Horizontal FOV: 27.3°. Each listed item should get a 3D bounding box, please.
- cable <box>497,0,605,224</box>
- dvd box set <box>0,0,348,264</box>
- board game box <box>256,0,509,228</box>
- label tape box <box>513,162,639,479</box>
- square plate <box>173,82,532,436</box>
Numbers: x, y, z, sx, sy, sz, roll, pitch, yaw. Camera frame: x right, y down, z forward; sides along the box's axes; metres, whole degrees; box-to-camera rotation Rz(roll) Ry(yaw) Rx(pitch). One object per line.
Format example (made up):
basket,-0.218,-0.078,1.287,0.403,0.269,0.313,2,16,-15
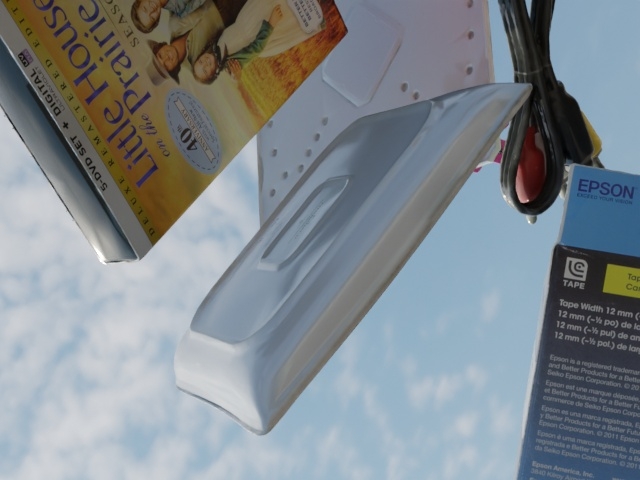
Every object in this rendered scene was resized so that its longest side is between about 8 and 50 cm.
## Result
cable,0.187,-0.140,1.213,0.139,0.072,0.287,-37,-60,-22
dvd box set,-0.152,-0.223,1.297,0.420,0.062,0.308,-51,-57,-40
board game box,0.065,-0.226,1.635,0.050,0.390,0.390,14,-114,-42
label tape box,0.322,0.112,1.209,0.115,0.249,0.348,-42,-39,-76
square plate,0.000,0.000,1.149,0.049,0.344,0.347,41,-101,-14
